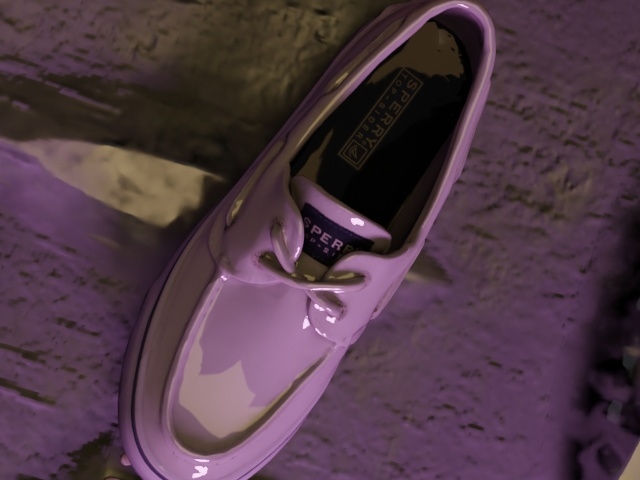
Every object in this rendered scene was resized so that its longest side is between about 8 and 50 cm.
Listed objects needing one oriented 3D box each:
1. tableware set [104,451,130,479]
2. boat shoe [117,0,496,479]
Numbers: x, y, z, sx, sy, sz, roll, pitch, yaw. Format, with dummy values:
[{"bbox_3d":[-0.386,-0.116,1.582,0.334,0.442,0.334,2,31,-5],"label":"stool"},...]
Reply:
[{"bbox_3d":[-0.053,0.128,0.866,0.104,0.024,0.154,16,88,-14],"label":"tableware set"},{"bbox_3d":[0.000,0.000,0.827,0.096,0.088,0.267,38,77,-6],"label":"boat shoe"}]
